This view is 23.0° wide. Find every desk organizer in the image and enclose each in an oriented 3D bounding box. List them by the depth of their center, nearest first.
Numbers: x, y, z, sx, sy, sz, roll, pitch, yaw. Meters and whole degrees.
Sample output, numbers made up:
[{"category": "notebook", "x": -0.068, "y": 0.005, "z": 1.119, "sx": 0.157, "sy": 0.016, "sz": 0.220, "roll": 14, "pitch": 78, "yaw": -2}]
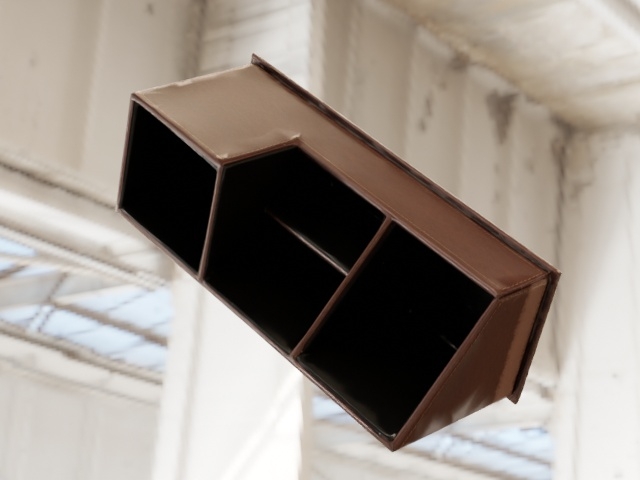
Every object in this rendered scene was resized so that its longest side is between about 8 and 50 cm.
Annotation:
[{"category": "desk organizer", "x": 0.000, "y": 0.000, "z": 0.452, "sx": 0.050, "sy": 0.130, "sz": 0.047, "roll": -19, "pitch": -45, "yaw": -39}]
